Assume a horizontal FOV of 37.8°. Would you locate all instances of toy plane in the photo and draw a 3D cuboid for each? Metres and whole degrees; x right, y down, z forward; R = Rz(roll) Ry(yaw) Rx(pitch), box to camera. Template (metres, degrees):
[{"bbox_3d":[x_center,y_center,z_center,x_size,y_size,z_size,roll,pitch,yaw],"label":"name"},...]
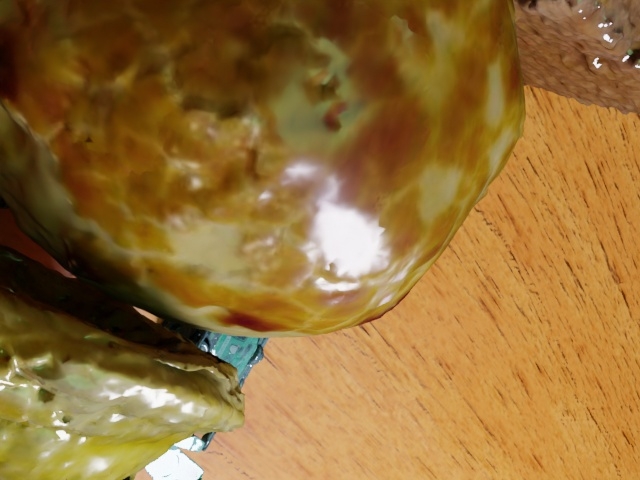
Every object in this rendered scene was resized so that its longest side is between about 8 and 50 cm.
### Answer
[{"bbox_3d":[-0.095,0.106,0.819,0.096,0.060,0.235,27,91,-43],"label":"toy plane"}]

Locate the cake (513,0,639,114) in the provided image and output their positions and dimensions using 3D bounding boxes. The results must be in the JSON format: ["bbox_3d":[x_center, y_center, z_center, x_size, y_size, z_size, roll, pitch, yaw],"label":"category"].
[{"bbox_3d":[0.238,-0.282,0.800,0.282,0.256,0.290,29,91,-45],"label":"cake"}]

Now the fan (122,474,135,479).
[{"bbox_3d":[-0.175,0.243,0.696,0.011,0.229,0.335,22,64,-9],"label":"fan"}]

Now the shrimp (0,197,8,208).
[{"bbox_3d":[-0.254,-0.037,0.649,0.092,0.029,0.038,29,97,-38],"label":"shrimp"}]

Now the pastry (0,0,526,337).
[{"bbox_3d":[-0.032,-0.114,0.607,0.389,0.313,0.388,-21,123,-35],"label":"pastry"}]

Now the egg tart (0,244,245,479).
[{"bbox_3d":[-0.187,0.071,0.576,0.290,0.290,0.115,29,86,-43],"label":"egg tart"}]
